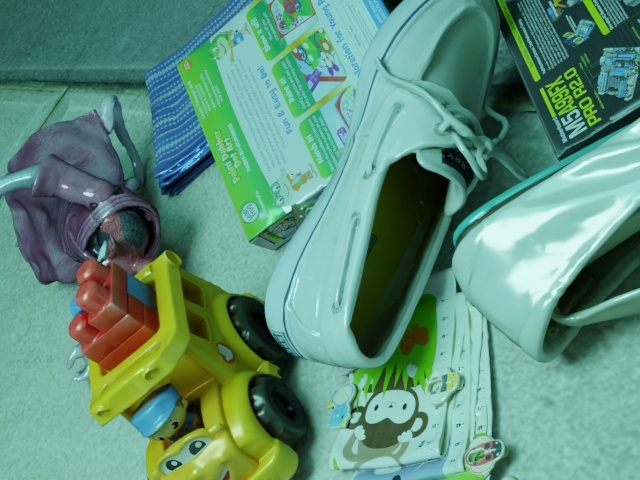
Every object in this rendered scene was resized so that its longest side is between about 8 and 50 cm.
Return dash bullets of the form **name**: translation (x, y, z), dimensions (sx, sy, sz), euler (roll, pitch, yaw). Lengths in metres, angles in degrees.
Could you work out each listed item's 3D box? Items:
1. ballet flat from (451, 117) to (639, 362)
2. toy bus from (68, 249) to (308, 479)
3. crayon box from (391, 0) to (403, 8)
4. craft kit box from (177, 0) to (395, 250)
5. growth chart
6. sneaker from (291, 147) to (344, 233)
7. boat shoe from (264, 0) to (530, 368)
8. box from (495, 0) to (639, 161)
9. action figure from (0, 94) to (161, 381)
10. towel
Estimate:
- **ballet flat**: translation (0.267, -0.052, 0.588), dimensions (0.400, 0.139, 0.139), euler (-39, 36, 22)
- **toy bus**: translation (-0.134, 0.115, 0.781), dimensions (0.149, 0.211, 0.220), euler (-37, 39, 15)
- **crayon box**: translation (0.166, -0.384, 1.017), dimensions (0.318, 0.081, 0.202), euler (-27, 42, 30)
- **craft kit box**: translation (-0.015, -0.158, 0.950), dimensions (0.246, 0.061, 0.250), euler (-33, 64, 19)
- **growth chart**: translation (0.070, 0.121, 0.716), dimensions (0.172, 0.021, 0.237), euler (-29, 39, 27)
- **sneaker**: translation (0.000, 0.000, 0.834), dimensions (0.192, 0.086, 0.064), euler (-55, 17, -8)
- **boat shoe**: translation (0.089, -0.063, 0.732), dimensions (0.156, 0.136, 0.367), euler (8, 66, 54)
- **box**: translation (0.267, -0.193, 0.752), dimensions (0.216, 0.060, 0.270), euler (-34, 38, 23)
- **action figure**: translation (-0.265, -0.014, 1.108), dimensions (0.275, 0.248, 0.370), euler (-33, 28, -24)
- **towel**: translation (-0.152, -0.228, 1.260), dimensions (0.243, 0.040, 0.336), euler (-38, 37, 15)
